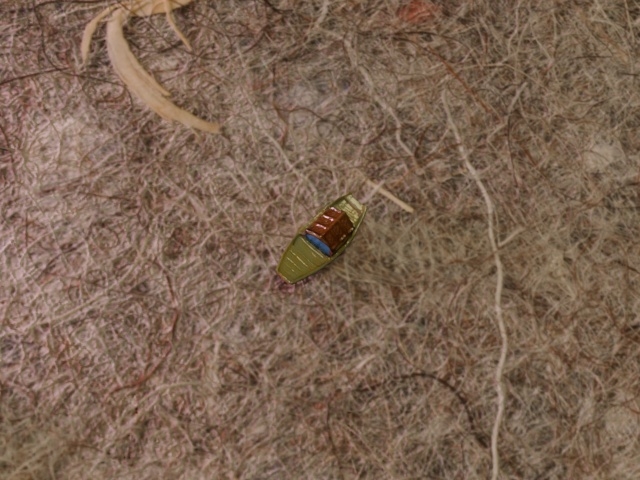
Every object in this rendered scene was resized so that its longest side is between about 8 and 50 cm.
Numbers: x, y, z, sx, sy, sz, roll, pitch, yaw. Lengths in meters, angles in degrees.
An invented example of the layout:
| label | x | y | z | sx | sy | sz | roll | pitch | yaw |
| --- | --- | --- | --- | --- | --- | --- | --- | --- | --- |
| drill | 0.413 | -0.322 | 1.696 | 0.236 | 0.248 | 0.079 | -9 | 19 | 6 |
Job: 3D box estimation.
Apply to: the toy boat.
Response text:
| label | x | y | z | sx | sy | sz | roll | pitch | yaw |
| --- | --- | --- | --- | --- | --- | --- | --- | --- | --- |
| toy boat | 0.000 | 0.000 | 1.671 | 0.065 | 0.066 | 0.172 | 43 | 61 | 4 |
